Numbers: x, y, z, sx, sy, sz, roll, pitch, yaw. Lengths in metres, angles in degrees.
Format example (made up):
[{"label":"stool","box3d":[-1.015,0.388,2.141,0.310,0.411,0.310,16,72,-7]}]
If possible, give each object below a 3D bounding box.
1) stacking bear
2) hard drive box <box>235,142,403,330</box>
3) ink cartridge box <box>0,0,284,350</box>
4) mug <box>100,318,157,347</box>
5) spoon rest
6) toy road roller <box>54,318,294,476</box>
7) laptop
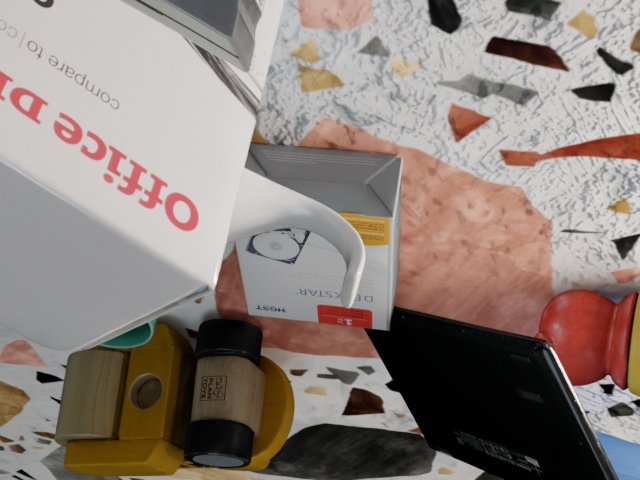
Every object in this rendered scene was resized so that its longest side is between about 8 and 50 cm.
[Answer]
[{"label":"stacking bear","box3d":[0.403,0.127,1.181,0.289,0.175,0.164,6,125,21]},{"label":"hard drive box","box3d":[0.000,0.000,1.150,0.181,0.089,0.232,5,145,8]},{"label":"ink cartridge box","box3d":[-0.185,-0.165,0.689,0.285,0.394,0.166,35,139,-32]},{"label":"mug","box3d":[-0.260,0.066,1.300,0.158,0.097,0.129,-10,140,25]},{"label":"spoon rest","box3d":[-0.079,-0.023,1.014,0.276,0.084,0.137,23,137,9]},{"label":"toy road roller","box3d":[-0.199,0.255,1.475,0.330,0.202,0.240,-5,154,17]},{"label":"laptop","box3d":[0.305,0.197,1.266,0.382,0.236,0.407,7,131,60]}]
